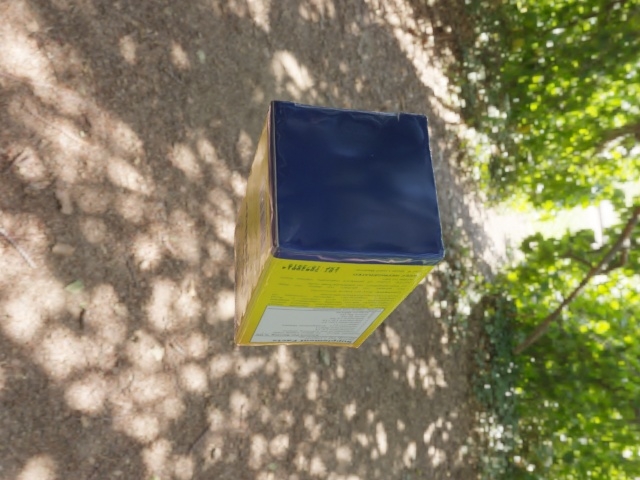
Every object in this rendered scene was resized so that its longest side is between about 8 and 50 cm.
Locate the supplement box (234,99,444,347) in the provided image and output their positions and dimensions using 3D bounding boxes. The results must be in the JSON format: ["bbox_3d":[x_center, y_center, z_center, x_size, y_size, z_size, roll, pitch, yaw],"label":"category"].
[{"bbox_3d":[0.000,0.000,0.946,0.356,0.194,0.195,119,-29,-61],"label":"supplement box"}]
